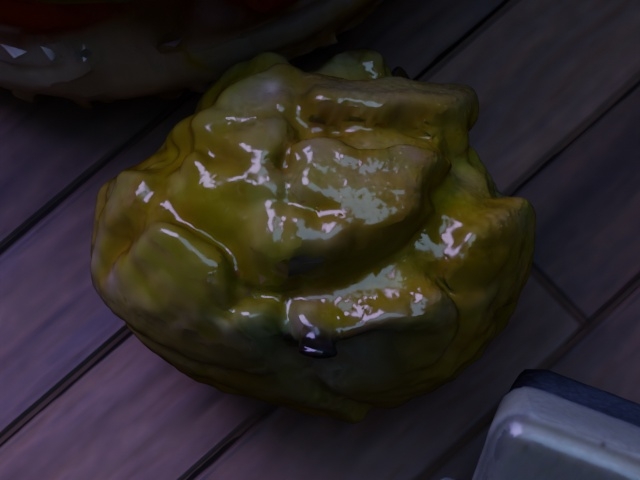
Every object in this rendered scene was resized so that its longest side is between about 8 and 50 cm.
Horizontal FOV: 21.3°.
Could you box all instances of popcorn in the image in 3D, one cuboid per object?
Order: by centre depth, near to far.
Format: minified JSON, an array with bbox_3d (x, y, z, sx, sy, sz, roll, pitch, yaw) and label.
[{"bbox_3d":[0.000,0.000,0.633,0.167,0.148,0.152,13,45,-11],"label":"popcorn"}]

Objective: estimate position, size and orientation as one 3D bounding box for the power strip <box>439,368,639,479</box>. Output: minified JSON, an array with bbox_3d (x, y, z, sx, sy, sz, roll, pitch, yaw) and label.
[{"bbox_3d":[0.160,0.136,0.599,0.257,0.070,0.105,21,107,10],"label":"power strip"}]

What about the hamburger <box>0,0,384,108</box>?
[{"bbox_3d":[-0.083,-0.220,0.642,0.330,0.250,0.330,0,73,-1],"label":"hamburger"}]
